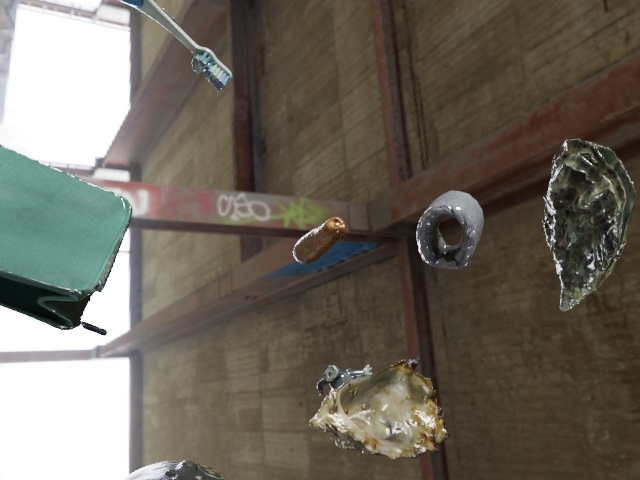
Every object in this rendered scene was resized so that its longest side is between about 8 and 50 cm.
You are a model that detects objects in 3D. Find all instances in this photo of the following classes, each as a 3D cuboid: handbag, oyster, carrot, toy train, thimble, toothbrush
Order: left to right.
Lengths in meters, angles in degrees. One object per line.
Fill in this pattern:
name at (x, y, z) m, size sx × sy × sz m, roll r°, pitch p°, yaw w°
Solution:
handbag at (-0.425, -0.011, 0.878) m, size 0.100 × 0.274 × 0.268 m, roll -58°, pitch -160°, yaw 29°
toy train at (-0.578, 0.223, 1.588) m, size 0.017 × 0.083 × 0.017 m, roll -50°, pitch -131°, yaw 2°
toothbrush at (-0.262, -0.331, 0.785) m, size 0.040 × 0.386 × 0.040 m, roll -40°, pitch -158°, yaw 20°
carrot at (0.000, 0.000, 1.283) m, size 0.186 × 0.060 × 0.060 m, roll -38°, pitch -126°, yaw 55°
oyster at (0.138, 0.413, 1.416) m, size 0.096 × 0.361 × 0.221 m, roll -50°, pitch -121°, yaw 47°
thimble at (0.277, -0.021, 1.338) m, size 0.127 × 0.118 × 0.151 m, roll 8°, pitch -66°, yaw 24°
oyster at (0.531, -0.029, 1.268) m, size 0.162 × 0.158 × 0.351 m, roll -149°, pitch -113°, yaw -86°

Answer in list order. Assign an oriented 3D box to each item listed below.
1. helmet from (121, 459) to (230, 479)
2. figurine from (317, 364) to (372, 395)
helmet at (-0.190, 0.404, 0.795) m, size 0.160 × 0.231 × 0.278 m, roll -118°, pitch -139°, yaw -80°
figurine at (0.075, 0.480, 1.976) m, size 0.140 × 0.265 × 0.193 m, roll -14°, pitch -120°, yaw 36°
